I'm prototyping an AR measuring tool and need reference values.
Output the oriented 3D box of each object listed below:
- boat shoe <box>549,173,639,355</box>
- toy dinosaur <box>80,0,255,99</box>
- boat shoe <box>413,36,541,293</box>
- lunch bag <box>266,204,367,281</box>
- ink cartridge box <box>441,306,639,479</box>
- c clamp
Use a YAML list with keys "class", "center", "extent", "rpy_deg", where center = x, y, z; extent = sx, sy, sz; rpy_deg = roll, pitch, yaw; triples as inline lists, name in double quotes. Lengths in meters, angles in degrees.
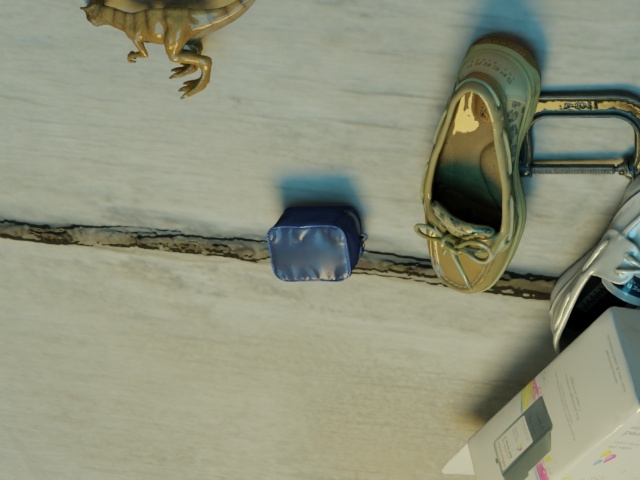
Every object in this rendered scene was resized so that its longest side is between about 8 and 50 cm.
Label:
- class: "boat shoe"
  center: [0.308, 0.027, 1.369]
  extent: [0.095, 0.084, 0.258]
  rpy_deg: [22, 133, -5]
- class: "toy dinosaur"
  center: [-0.126, -0.196, 1.299]
  extent: [0.211, 0.064, 0.112]
  rpy_deg: [-4, 129, 17]
- class: "boat shoe"
  center: [0.138, -0.053, 1.325]
  extent: [0.104, 0.089, 0.285]
  rpy_deg: [18, 132, 21]
- class: "lunch bag"
  center: [0.000, 0.000, 1.441]
  extent: [0.098, 0.065, 0.067]
  rpy_deg: [1, 116, 16]
- class: "ink cartridge box"
  center: [0.298, 0.218, 1.465]
  extent: [0.207, 0.119, 0.353]
  rpy_deg: [7, 142, -25]
- class: "c clamp"
  center: [0.240, -0.085, 1.334]
  extent: [0.160, 0.022, 0.137]
  rpy_deg: [-4, 125, 20]
